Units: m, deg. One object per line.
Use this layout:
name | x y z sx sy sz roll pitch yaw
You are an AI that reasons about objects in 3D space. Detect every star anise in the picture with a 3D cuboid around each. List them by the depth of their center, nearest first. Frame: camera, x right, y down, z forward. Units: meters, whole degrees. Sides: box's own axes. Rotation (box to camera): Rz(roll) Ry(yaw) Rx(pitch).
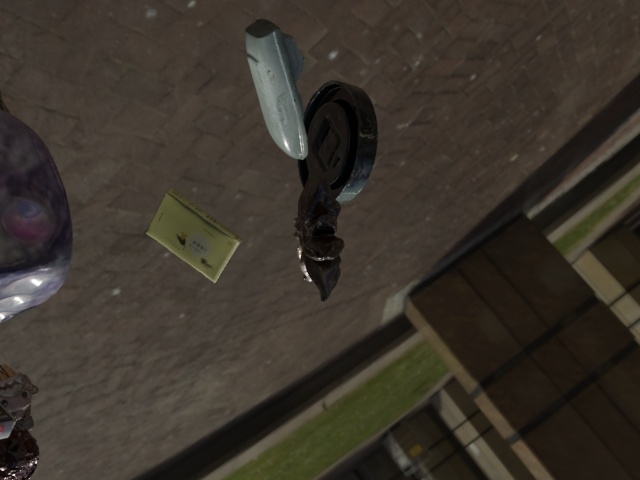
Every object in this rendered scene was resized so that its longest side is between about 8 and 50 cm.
star anise | 0.000 0.000 1.093 0.065 0.182 0.195 1 142 -13

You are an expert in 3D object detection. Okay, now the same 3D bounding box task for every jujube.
jujube | -0.521 0.371 1.269 0.104 0.104 0.166 -24 174 -37

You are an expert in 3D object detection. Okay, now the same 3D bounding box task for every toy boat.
toy boat | -0.057 -0.238 1.242 0.085 0.078 0.260 -31 134 -18

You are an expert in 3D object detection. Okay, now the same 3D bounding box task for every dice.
dice | -0.532 -0.020 1.072 0.270 0.271 0.270 -13 165 -44

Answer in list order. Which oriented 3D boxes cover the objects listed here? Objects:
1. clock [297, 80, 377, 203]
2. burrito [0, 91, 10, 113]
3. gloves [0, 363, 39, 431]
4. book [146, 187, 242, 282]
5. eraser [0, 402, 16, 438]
clock | 0.035 -0.216 1.705 0.056 0.280 0.280 2 142 -30
burrito | -0.524 -0.265 1.146 0.058 0.063 0.229 2 134 0
gloves | -0.619 0.328 1.524 0.110 0.094 0.144 -40 126 -38
book | -0.159 -0.006 0.948 0.077 0.111 0.014 -55 179 34
eraser | -0.396 0.199 0.816 0.122 0.052 0.029 5 114 -58
